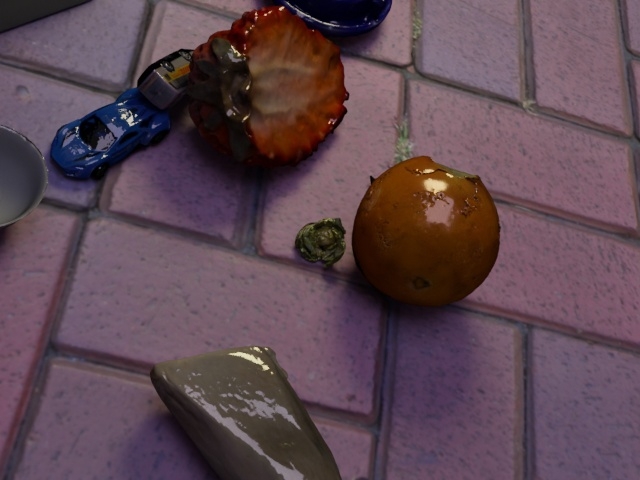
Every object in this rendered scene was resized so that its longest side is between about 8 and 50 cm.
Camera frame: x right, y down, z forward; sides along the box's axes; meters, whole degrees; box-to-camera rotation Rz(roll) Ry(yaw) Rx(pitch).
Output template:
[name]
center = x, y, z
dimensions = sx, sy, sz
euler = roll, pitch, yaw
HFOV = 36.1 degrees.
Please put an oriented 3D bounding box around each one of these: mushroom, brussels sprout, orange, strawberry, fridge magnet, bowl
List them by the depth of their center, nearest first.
[mushroom]
center = -0.059, 0.305, 1.340
dimensions = 0.154, 0.137, 0.407
euler = -27, 73, -44
[bowl]
center = -0.501, -0.077, 1.444
dimensions = 0.189, 0.086, 0.189
euler = 11, 55, -16
[orange]
center = 0.168, -0.012, 1.564
dimensions = 0.240, 0.240, 0.240
euler = 10, 56, -15
[brussels sprout]
center = 0.000, 0.000, 1.608
dimensions = 0.085, 0.058, 0.085
euler = 0, 91, -9
[strawberry]
center = -0.091, -0.255, 1.670
dimensions = 0.336, 0.149, 0.265
euler = -19, 105, -51
[fridge magnet]
center = 0.016, -0.504, 1.897
dimensions = 0.265, 0.113, 0.266
euler = 10, 54, -14

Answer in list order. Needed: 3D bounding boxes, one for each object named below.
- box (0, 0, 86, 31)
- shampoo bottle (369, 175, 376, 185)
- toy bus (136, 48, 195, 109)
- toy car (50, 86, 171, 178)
[box]
center = -0.491, -0.495, 1.522
dimensions = 0.396, 0.396, 0.111
euler = -32, 72, -34
[shampoo bottle]
center = 0.153, -0.106, 1.749
dimensions = 0.137, 0.027, 0.048
euler = -7, 49, -25
[toy bus]
center = -0.241, -0.273, 1.647
dimensions = 0.072, 0.057, 0.172
euler = 47, 28, -6
[toy car]
center = -0.337, -0.177, 1.584
dimensions = 0.103, 0.063, 0.216
euler = 46, 55, 10
